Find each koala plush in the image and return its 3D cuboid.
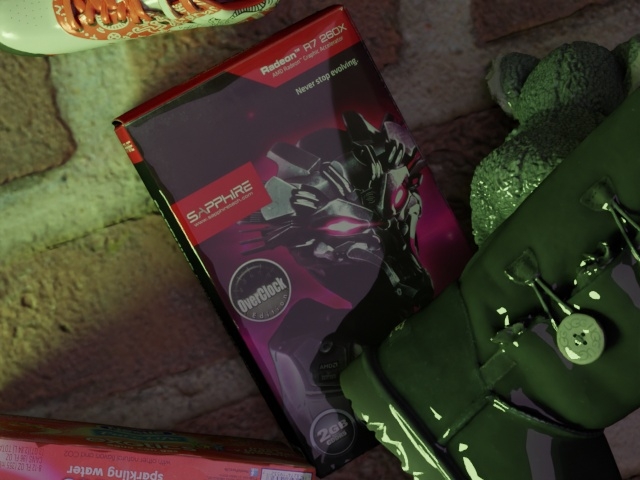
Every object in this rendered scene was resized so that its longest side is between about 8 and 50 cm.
[{"bbox_3d":[0.233,-0.092,1.253,0.203,0.196,0.221,42,52,-48],"label":"koala plush"}]

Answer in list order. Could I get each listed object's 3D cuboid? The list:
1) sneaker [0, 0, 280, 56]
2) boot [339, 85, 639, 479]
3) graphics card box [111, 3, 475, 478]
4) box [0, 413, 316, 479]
[{"bbox_3d":[-0.155,-0.220,1.179,0.270,0.145,0.090,-9,94,-13],"label":"sneaker"},{"bbox_3d":[0.286,0.094,1.080,0.367,0.146,0.445,46,109,1],"label":"boot"},{"bbox_3d":[0.000,0.000,1.251,0.233,0.094,0.371,-29,99,-12],"label":"graphics card box"},{"bbox_3d":[-0.169,0.245,1.189,0.300,0.142,0.154,7,89,-14],"label":"box"}]
